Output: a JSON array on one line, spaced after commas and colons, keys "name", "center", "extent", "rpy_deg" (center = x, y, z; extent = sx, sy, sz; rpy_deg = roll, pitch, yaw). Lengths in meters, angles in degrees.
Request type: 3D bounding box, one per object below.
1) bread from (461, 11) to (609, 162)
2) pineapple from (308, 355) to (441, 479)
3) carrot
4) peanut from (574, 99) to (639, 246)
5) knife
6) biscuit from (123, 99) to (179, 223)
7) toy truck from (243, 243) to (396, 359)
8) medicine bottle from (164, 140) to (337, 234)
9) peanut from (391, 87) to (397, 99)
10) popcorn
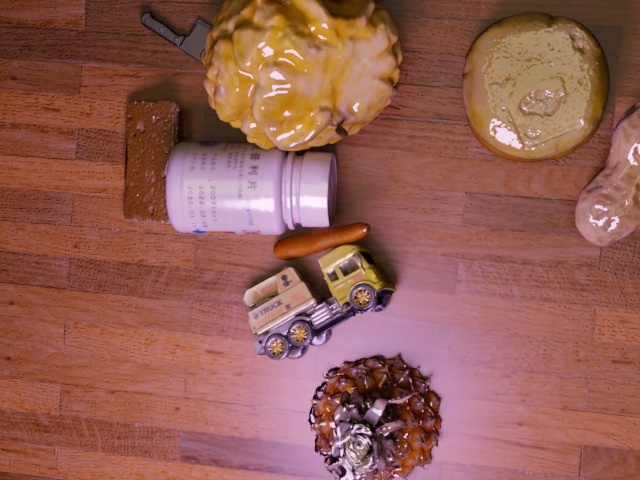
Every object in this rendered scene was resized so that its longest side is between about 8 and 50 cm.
[{"name": "bread", "center": [0.368, -0.267, 1.841], "extent": [0.269, 0.148, 0.270], "rpy_deg": [1, 95, 13]}, {"name": "pineapple", "center": [0.082, 0.338, 1.851], "extent": [0.262, 0.271, 0.263], "rpy_deg": [0, 92, 10]}, {"name": "carrot", "center": [0.000, 0.000, 1.904], "extent": [0.247, 0.043, 0.043], "rpy_deg": [-14, 90, 47]}, {"name": "peanut", "center": [0.550, -0.128, 1.824], "extent": [0.149, 0.149, 0.313], "rpy_deg": [30, 103, 7]}, {"name": "knife", "center": [-0.225, -0.374, 1.998], "extent": [0.245, 0.019, 0.072], "rpy_deg": [32, 93, 4]}, {"name": "biscuit", "center": [-0.316, -0.148, 1.993], "extent": [0.131, 0.025, 0.231], "rpy_deg": [6, 95, 35]}, {"name": "toy truck", "center": [-0.012, 0.105, 1.935], "extent": [0.272, 0.124, 0.157], "rpy_deg": [-30, 78, 13]}, {"name": "medicine bottle", "center": [-0.122, -0.093, 1.913], "extent": [0.292, 0.170, 0.170], "rpy_deg": [3, 93, 6]}, {"name": "peanut", "center": [0.103, -0.254, 1.940], "extent": [0.083, 0.037, 0.037], "rpy_deg": [-27, 88, 5]}, {"name": "popcorn", "center": [-0.045, -0.331, 1.837], "extent": [0.349, 0.349, 0.382], "rpy_deg": [-44, 43, 9]}]
